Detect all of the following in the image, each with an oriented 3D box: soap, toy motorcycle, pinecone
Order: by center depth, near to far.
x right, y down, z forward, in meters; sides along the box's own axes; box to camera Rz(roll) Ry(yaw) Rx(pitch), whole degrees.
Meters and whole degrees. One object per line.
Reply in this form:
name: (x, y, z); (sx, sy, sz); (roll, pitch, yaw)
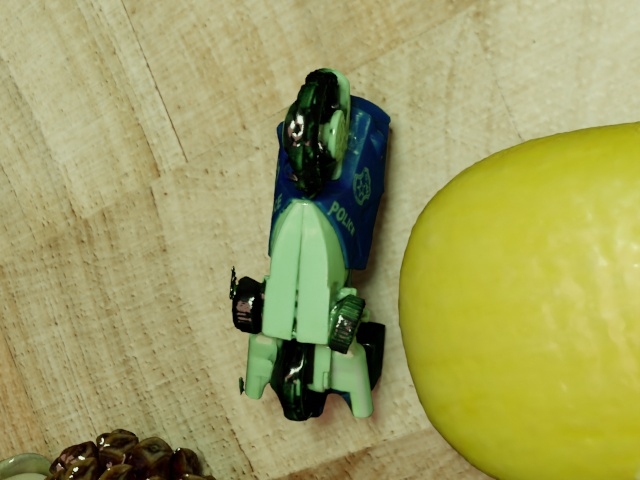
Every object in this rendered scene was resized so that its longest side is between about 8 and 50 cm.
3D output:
soap: (0.259, 0.059, 0.851); (0.427, 0.115, 0.306); (-7, 98, 30)
toy motorcycle: (0.000, 0.000, 0.953); (0.125, 0.196, 0.331); (9, 116, 12)
pinecone: (-0.202, 0.282, 1.101); (0.207, 0.207, 0.208); (5, 100, 28)

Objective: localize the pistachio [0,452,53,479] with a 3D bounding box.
pistachio: (-0.380, 0.395, 1.207); (0.226, 0.208, 0.332); (18, 92, -19)
